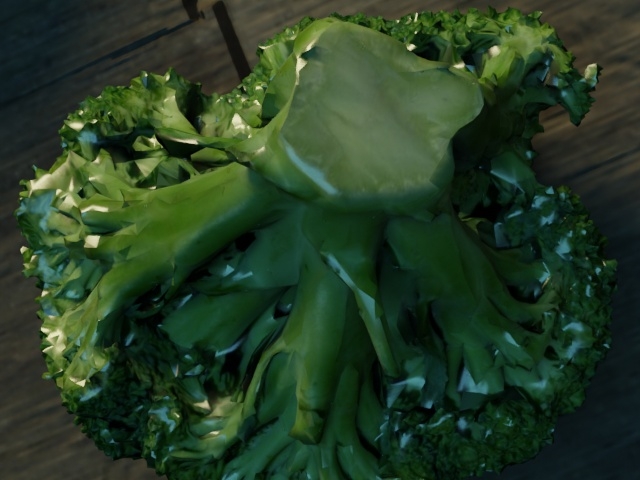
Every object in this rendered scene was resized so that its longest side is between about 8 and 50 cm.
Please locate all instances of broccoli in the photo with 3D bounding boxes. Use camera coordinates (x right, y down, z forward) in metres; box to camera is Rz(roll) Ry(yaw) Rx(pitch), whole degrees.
[{"bbox_3d":[0.000,0.000,0.808,0.269,0.241,0.261,18,68,-5],"label":"broccoli"}]
